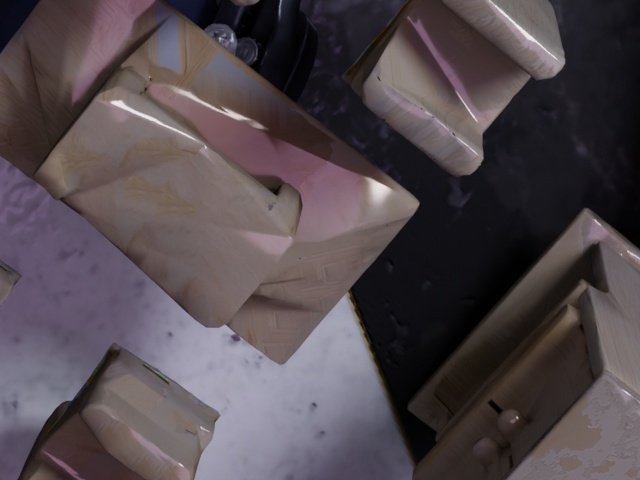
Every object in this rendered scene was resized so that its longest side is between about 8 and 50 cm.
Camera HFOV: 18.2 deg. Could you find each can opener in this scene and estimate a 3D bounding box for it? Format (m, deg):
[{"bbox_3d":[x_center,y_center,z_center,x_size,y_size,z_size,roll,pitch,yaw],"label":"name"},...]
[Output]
[{"bbox_3d":[-0.024,-0.156,1.141,0.059,0.073,0.186,19,94,16],"label":"can opener"}]

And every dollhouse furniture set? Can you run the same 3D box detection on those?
[{"bbox_3d":[0.000,0.000,1.089,0.394,0.256,0.362,38,107,-9],"label":"dollhouse furniture set"}]
